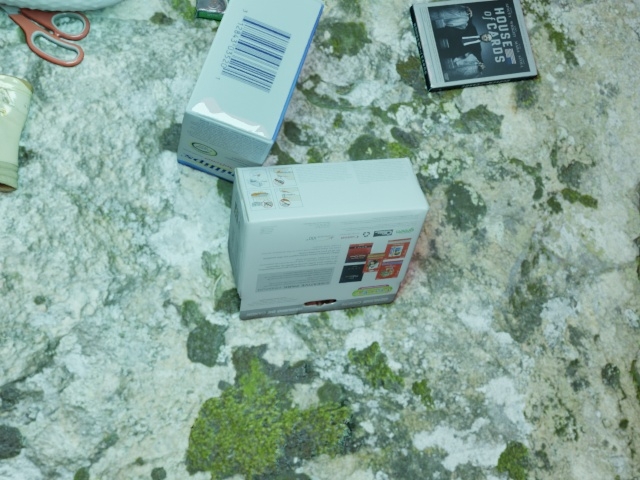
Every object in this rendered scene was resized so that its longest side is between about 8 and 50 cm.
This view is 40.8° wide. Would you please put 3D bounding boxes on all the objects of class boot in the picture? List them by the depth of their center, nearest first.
[{"bbox_3d":[-0.627,-0.186,1.435,0.262,0.095,0.203,7,79,-17],"label":"boot"}]

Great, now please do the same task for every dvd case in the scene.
[{"bbox_3d":[0.310,-0.401,1.739,0.239,0.029,0.179,-10,83,-15],"label":"dvd case"}]

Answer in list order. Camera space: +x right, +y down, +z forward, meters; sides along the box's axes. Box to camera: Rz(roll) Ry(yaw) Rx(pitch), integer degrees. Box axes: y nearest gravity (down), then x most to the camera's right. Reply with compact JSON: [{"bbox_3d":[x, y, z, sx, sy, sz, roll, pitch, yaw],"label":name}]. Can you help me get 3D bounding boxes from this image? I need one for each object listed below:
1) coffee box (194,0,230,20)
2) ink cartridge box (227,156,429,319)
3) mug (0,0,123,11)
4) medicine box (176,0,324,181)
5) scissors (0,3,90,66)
[{"bbox_3d":[-0.175,-0.505,1.631,0.113,0.040,0.184,7,78,-11],"label":"coffee box"},{"bbox_3d":[0.000,0.000,1.511,0.309,0.272,0.130,-5,50,-15],"label":"ink cartridge box"},{"bbox_3d":[-0.455,-0.547,1.401,0.328,0.374,0.276,10,57,-21],"label":"mug"},{"bbox_3d":[-0.127,-0.263,1.468,0.149,0.289,0.263,21,76,-7],"label":"medicine box"},{"bbox_3d":[-0.553,-0.407,1.529,0.297,0.021,0.109,23,76,-10],"label":"scissors"}]
